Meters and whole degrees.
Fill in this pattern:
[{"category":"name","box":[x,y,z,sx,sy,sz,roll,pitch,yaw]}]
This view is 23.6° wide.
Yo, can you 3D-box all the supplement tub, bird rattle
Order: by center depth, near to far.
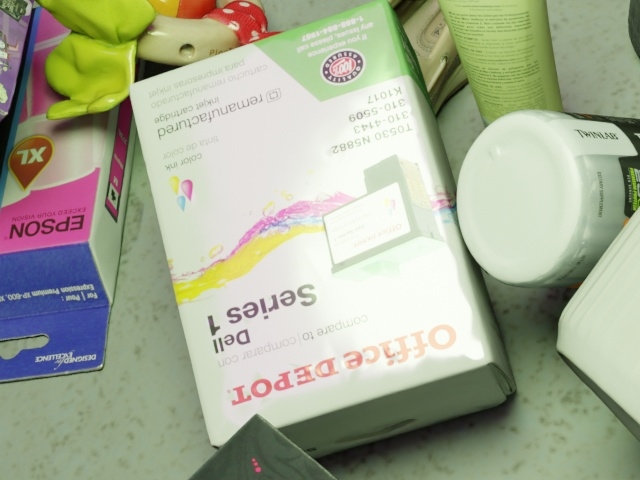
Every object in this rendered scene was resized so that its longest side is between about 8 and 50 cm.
[{"category":"supplement tub","box":[0.195,-0.026,1.032,0.117,0.190,0.117,0,90,52]},{"category":"bird rattle","box":[-0.114,-0.190,1.281,0.254,0.143,0.207,-5,37,-14]}]

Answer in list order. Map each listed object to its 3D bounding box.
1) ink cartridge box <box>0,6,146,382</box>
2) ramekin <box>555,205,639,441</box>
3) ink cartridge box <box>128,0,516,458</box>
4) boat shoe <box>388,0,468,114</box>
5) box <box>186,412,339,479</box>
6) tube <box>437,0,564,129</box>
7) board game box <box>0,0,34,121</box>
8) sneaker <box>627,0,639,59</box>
[{"category":"ink cartridge box","box":[-0.253,-0.051,1.310,0.176,0.069,0.371,-8,55,14]},{"category":"ramekin","box":[0.256,0.095,0.888,0.127,0.273,0.273,-45,52,1]},{"category":"ink cartridge box","box":[0.000,0.000,1.084,0.201,0.117,0.278,-18,71,9]},{"category":"boat shoe","box":[0.047,-0.126,1.226,0.109,0.098,0.302,27,68,34]},{"category":"box","box":[0.009,0.260,0.911,0.270,0.143,0.165,34,68,33]},{"category":"tube","box":[0.135,-0.142,1.113,0.070,0.240,0.062,-32,53,-3]},{"category":"board game box","box":[-0.346,-0.110,1.280,0.347,0.056,0.208,-33,36,41]},{"category":"sneaker","box":[0.373,-0.225,1.176,0.300,0.121,0.111,-37,49,17]}]
